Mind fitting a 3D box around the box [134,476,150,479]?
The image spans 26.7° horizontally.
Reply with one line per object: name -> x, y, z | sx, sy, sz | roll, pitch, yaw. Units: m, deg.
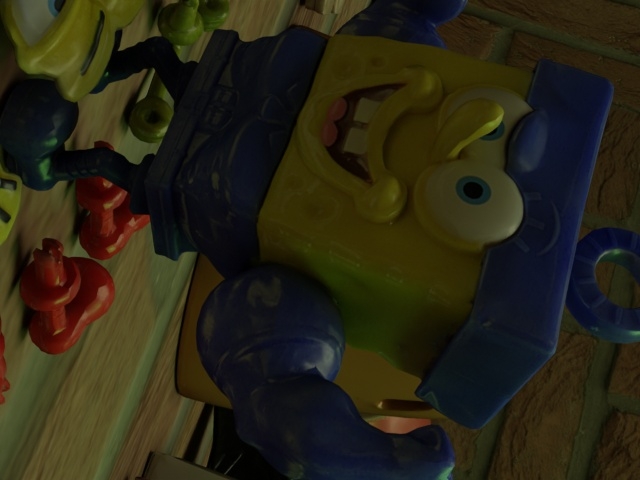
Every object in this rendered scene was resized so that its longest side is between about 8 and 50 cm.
box -> -0.103, 0.298, 0.901 | 0.128, 0.123, 0.257 | -67, 173, -50

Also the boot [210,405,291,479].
boot -> -0.074, 0.225, 1.240 | 0.207, 0.094, 0.246 | 112, -8, -48

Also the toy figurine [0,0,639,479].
toy figurine -> 0.016, -0.023, 0.469 | 0.191, 0.217, 0.362 | 102, 7, -54

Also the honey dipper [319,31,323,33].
honey dipper -> 0.003, -0.142, 1.137 | 0.160, 0.030, 0.030 | 74, 33, -80

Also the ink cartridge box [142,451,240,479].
ink cartridge box -> -0.083, 0.194, 0.986 | 0.122, 0.088, 0.052 | 87, 24, -78

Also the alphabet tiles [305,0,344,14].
alphabet tiles -> 0.041, -0.307, 1.002 | 0.278, 0.021, 0.284 | -54, 161, -77

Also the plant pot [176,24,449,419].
plant pot -> 0.036, 0.008, 1.002 | 0.291, 0.203, 0.291 | 18, 90, -85

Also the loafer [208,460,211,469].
loafer -> -0.088, 0.214, 1.361 | 0.045, 0.039, 0.125 | -69, 175, -49

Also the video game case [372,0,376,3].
video game case -> 0.064, -0.140, 1.573 | 0.275, 0.035, 0.248 | -66, 159, -58

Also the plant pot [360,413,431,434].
plant pot -> 0.028, 0.252, 1.733 | 0.275, 0.275, 0.243 | -68, 165, -52
